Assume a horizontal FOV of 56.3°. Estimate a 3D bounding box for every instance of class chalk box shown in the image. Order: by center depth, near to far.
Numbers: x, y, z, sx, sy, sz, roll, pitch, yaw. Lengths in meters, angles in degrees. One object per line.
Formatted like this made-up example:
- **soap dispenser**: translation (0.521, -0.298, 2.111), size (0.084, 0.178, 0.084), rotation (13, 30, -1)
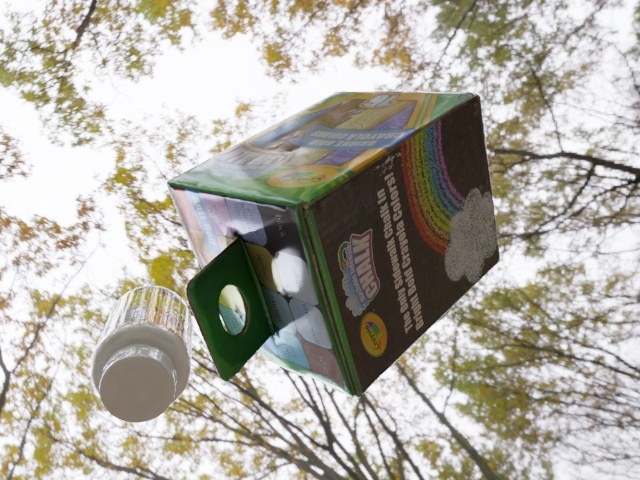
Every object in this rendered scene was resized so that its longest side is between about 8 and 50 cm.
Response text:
- **chalk box**: translation (0.000, 0.000, 0.529), size (0.289, 0.179, 0.180), rotation (-34, -58, -34)

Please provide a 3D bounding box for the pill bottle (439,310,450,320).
- **pill bottle**: translation (0.057, 0.080, 0.951), size (0.318, 0.176, 0.177), rotation (-1, -82, -33)

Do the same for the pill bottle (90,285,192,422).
- **pill bottle**: translation (-0.225, 0.142, 0.769), size (0.117, 0.215, 0.117), rotation (-3, -76, -11)
